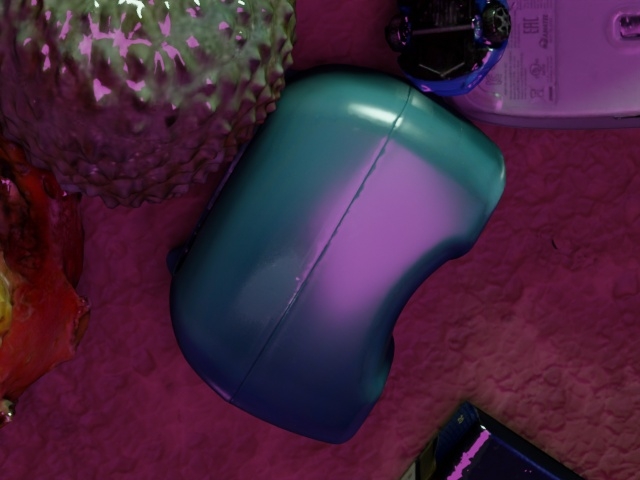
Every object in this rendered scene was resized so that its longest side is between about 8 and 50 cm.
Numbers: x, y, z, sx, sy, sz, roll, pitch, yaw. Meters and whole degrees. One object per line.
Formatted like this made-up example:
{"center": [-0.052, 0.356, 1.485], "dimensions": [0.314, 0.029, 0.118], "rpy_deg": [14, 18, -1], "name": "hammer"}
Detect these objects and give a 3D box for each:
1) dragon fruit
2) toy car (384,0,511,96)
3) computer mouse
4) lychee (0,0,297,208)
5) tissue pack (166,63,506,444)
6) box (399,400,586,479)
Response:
{"center": [-0.325, 0.055, 1.286], "dimensions": [0.296, 0.263, 0.314], "rpy_deg": [17, 105, -14], "name": "dragon fruit"}
{"center": [0.108, -0.221, 1.324], "dimensions": [0.103, 0.063, 0.216], "rpy_deg": [-1, 87, 34], "name": "toy car"}
{"center": [0.238, -0.171, 1.379], "dimensions": [0.288, 0.097, 0.159], "rpy_deg": [-1, 94, 13], "name": "computer mouse"}
{"center": [-0.142, -0.162, 1.263], "dimensions": [0.255, 0.255, 0.274], "rpy_deg": [-12, 137, -4], "name": "lychee"}
{"center": [0.000, 0.000, 1.350], "dimensions": [0.206, 0.198, 0.287], "rpy_deg": [28, 105, -4], "name": "tissue pack"}
{"center": [0.123, 0.291, 1.534], "dimensions": [0.168, 0.071, 0.259], "rpy_deg": [34, 102, -17], "name": "box"}
